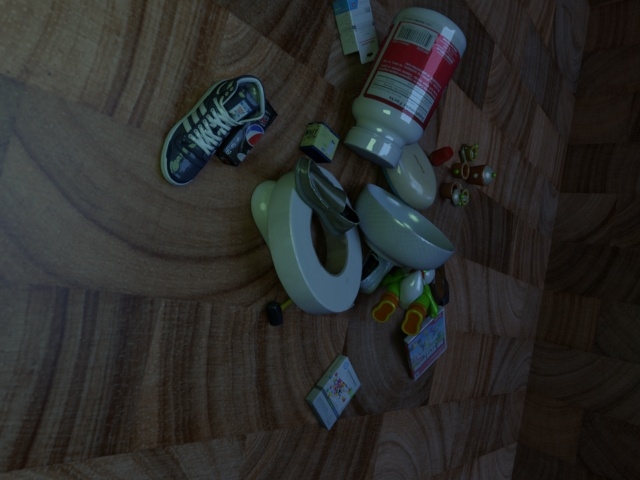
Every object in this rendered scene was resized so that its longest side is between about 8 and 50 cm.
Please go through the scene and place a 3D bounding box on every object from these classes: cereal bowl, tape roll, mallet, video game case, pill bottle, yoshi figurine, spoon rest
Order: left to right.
[{"bbox_3d":[-0.105,-0.021,1.145,0.137,0.084,0.277,-21,98,-44],"label":"spoon rest"},{"bbox_3d":[-0.081,0.158,1.215,0.189,0.039,0.063,-41,127,-40],"label":"mallet"},{"bbox_3d":[0.000,0.000,1.151,0.392,0.071,0.393,32,52,-55],"label":"tape roll"},{"bbox_3d":[0.237,-0.022,1.348,0.338,0.339,0.141,13,119,-47],"label":"cereal bowl"},{"bbox_3d":[0.233,-0.431,1.280,0.229,0.229,0.408,22,97,-46],"label":"pill bottle"},{"bbox_3d":[0.294,0.172,1.475,0.204,0.202,0.362,61,35,-17],"label":"yoshi figurine"},{"bbox_3d":[0.411,0.403,1.692,0.204,0.025,0.285,-38,136,-20],"label":"video game case"}]

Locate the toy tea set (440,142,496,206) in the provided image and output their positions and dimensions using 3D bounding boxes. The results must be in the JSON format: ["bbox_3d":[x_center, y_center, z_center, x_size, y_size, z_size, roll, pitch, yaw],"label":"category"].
[{"bbox_3d":[0.634,-0.254,1.840,0.336,0.124,0.200,-54,130,-27],"label":"toy tea set"}]

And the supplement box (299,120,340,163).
[{"bbox_3d":[-0.002,-0.272,1.218,0.083,0.056,0.083,32,72,-44],"label":"supplement box"}]

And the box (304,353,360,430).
[{"bbox_3d":[0.044,0.480,1.387,0.186,0.038,0.145,-46,126,-34],"label":"box"}]

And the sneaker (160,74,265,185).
[{"bbox_3d":[-0.221,-0.239,0.921,0.099,0.153,0.282,44,65,-40],"label":"sneaker"}]

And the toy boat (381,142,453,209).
[{"bbox_3d":[0.327,-0.244,1.506,0.318,0.148,0.268,-28,94,-40],"label":"toy boat"}]

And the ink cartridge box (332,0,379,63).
[{"bbox_3d":[0.107,-0.615,1.281,0.104,0.060,0.180,-36,120,-38],"label":"ink cartridge box"}]

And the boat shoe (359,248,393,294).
[{"bbox_3d":[0.189,0.070,1.452,0.228,0.079,0.081,-55,135,-22],"label":"boat shoe"}]

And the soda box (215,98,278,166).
[{"bbox_3d":[-0.176,-0.254,1.020,0.169,0.060,0.053,-56,133,-15],"label":"soda box"}]

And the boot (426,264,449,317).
[{"bbox_3d":[0.428,0.142,1.705,0.264,0.096,0.281,-18,107,-40],"label":"boot"}]

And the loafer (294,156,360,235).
[{"bbox_3d":[0.023,-0.112,1.066,0.251,0.087,0.095,50,39,-42],"label":"loafer"}]
